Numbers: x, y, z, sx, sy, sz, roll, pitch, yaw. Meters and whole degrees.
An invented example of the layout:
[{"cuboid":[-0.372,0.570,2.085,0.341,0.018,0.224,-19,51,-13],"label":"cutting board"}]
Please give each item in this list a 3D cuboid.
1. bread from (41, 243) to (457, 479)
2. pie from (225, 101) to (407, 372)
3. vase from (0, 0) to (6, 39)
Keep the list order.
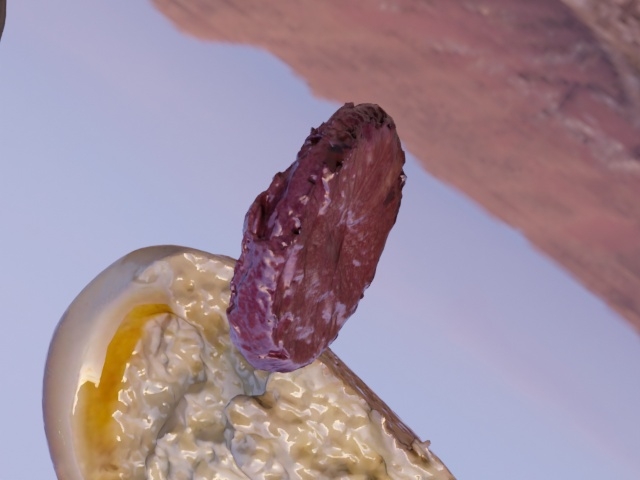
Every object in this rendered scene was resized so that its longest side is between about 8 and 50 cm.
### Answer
[{"cuboid":[-0.029,0.177,1.366,0.424,0.329,0.245,44,-143,13],"label":"bread"},{"cuboid":[0.000,0.000,0.855,0.036,0.154,0.154,24,-175,21],"label":"pie"},{"cuboid":[-0.282,-0.183,0.848,0.156,0.251,0.301,18,165,20],"label":"vase"}]
